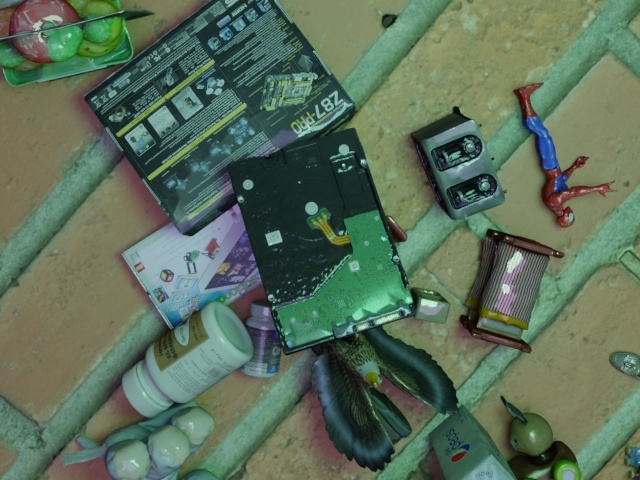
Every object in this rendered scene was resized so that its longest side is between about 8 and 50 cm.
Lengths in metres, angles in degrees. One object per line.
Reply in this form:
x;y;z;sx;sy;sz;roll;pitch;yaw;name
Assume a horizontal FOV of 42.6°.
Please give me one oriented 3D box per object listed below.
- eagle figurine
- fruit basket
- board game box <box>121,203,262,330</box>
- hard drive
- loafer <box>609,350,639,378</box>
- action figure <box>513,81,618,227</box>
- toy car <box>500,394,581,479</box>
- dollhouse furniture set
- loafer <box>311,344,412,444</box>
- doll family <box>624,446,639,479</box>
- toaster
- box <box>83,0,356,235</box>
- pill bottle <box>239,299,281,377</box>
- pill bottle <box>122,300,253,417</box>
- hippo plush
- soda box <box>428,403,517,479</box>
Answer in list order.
0.085;0.233;1.481;0.226;0.225;0.298;-18;116;28;eagle figurine
-0.455;-0.338;1.383;0.326;0.353;0.166;-13;112;-1;fruit basket
-0.200;0.023;1.579;0.305;0.053;0.193;-32;96;2;board game box
0.000;0.000;1.395;0.236;0.064;0.339;-18;78;-5;hard drive
0.642;0.257;1.641;0.125;0.039;0.045;24;96;-5;loafer
0.468;-0.167;1.559;0.138;0.091;0.281;-13;97;9;action figure
0.398;0.395;1.600;0.148;0.155;0.189;-28;87;1;toy car
0.233;0.060;1.547;0.373;0.152;0.202;14;96;-3;dollhouse furniture set
0.065;0.304;1.604;0.084;0.096;0.267;-41;98;9;loafer
0.670;0.498;1.654;0.111;0.076;0.193;5;93;2;doll family
0.252;-0.144;1.522;0.110;0.186;0.168;-23;105;3;toaster
-0.181;-0.249;1.503;0.394;0.097;0.318;-37;84;2;box
-0.111;0.189;1.589;0.078;0.078;0.137;8;97;-3;pill bottle
-0.250;0.226;1.525;0.229;0.131;0.131;-35;97;12;pill bottle
-0.306;0.462;1.536;0.294;0.234;0.237;-20;96;0;hippo plush
0.280;0.407;1.522;0.098;0.286;0.091;-42;95;3;soda box
